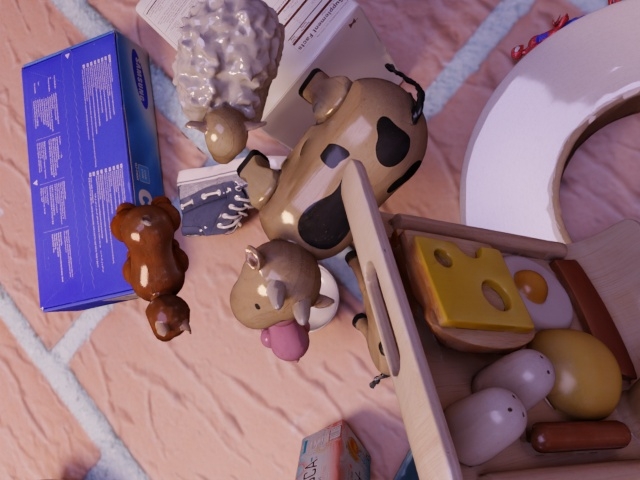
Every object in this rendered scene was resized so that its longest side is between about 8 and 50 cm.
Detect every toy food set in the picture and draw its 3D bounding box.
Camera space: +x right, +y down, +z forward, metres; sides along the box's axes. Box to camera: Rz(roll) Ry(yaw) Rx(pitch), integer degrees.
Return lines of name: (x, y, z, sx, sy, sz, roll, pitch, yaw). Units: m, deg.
toy food set: (0.166, 0.054, 0.402, 0.092, 0.306, 0.220, -52, 41, 41)

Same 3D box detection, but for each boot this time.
boot: (-0.099, -0.050, 0.716, 0.190, 0.069, 0.086, -5, 88, 38)

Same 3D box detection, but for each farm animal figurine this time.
farm animal figurine: (0.000, 0.000, 0.517, 0.327, 0.330, 0.172, -66, 28, 17)

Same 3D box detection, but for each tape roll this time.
tape roll: (0.333, -0.043, 0.562, 0.392, 0.072, 0.392, -3, 82, 20)

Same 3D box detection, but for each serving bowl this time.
serving bowl: (-0.014, 0.067, 0.698, 0.083, 0.027, 0.083, -2, 83, 19)

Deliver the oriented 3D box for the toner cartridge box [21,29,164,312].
toner cartridge box: (-0.303, -0.088, 0.796, 0.165, 0.075, 0.348, -12, 80, 17)

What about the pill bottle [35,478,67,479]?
pill bottle: (-0.354, 0.423, 0.732, 0.117, 0.117, 0.215, 11, 88, 21)

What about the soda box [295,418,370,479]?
soda box: (0.010, 0.263, 0.583, 0.058, 0.183, 0.063, -31, 103, 15)

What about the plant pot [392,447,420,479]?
plant pot: (0.186, 0.296, 0.495, 0.252, 0.247, 0.248, 28, 94, 2)

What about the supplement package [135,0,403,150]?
supplement package: (-0.048, -0.214, 0.654, 0.203, 0.194, 0.149, 45, 100, 19)

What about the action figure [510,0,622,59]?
action figure: (0.259, -0.226, 0.628, 0.115, 0.038, 0.030, -28, 97, 13)
